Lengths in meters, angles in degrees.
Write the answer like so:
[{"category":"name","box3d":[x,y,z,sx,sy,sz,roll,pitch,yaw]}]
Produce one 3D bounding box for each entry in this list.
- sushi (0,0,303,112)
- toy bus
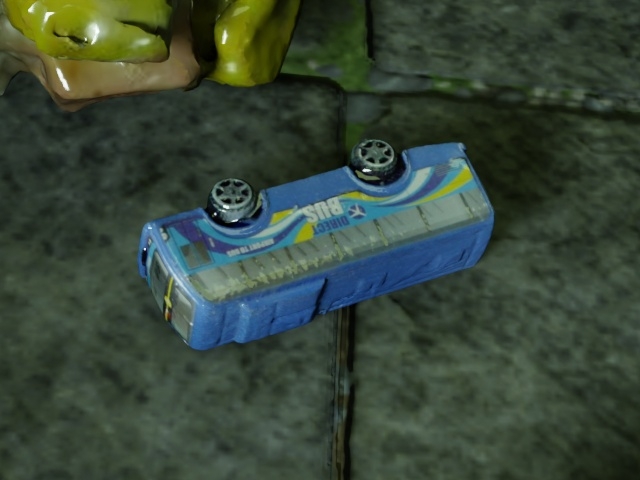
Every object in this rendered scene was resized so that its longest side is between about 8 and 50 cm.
[{"category":"sushi","box3d":[-0.146,-0.222,0.695,0.285,0.329,0.328,0,44,1]},{"category":"toy bus","box3d":[0.000,0.000,0.695,0.153,0.051,0.061,-17,59,-21]}]
